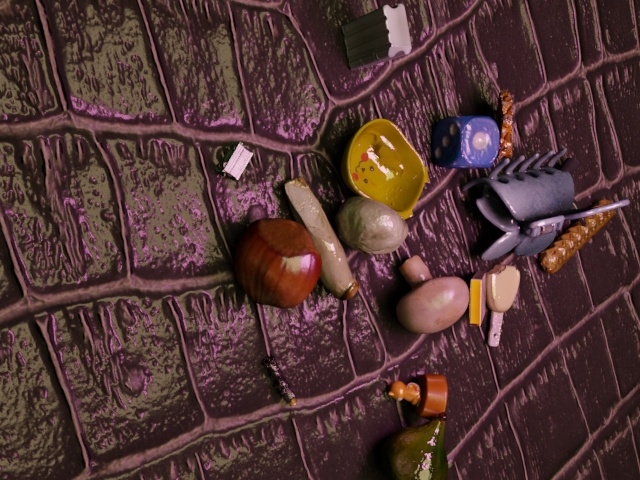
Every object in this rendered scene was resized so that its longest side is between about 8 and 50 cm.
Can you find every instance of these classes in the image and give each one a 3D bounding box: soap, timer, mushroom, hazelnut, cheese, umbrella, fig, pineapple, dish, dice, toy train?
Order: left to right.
[{"bbox_3d":[-0.202,-0.186,1.498,0.056,0.038,0.093,36,75,-33],"label":"toy train"},{"bbox_3d":[-0.098,0.050,1.501,0.210,0.210,0.186,51,46,-22],"label":"hazelnut"},{"bbox_3d":[-0.100,0.354,1.586,0.040,0.037,0.144,-38,108,-37],"label":"umbrella"},{"bbox_3d":[0.002,0.001,1.583,0.087,0.107,0.333,-28,107,-15],"label":"mushroom"},{"bbox_3d":[0.136,-0.502,1.578,0.066,0.198,0.119,-18,102,-26],"label":"soap"},{"bbox_3d":[0.148,-0.179,1.650,0.262,0.108,0.221,38,68,-27],"label":"dish"},{"bbox_3d":[0.259,0.426,1.764,0.152,0.132,0.132,11,87,-6],"label":"timer"},{"bbox_3d":[0.287,0.160,1.731,0.206,0.209,0.206,-34,141,-33],"label":"mushroom"},{"bbox_3d":[0.285,0.573,1.713,0.203,0.203,0.235,40,91,-25],"label":"fig"},{"bbox_3d":[0.405,-0.271,1.775,0.143,0.146,0.146,-2,95,-28],"label":"dice"},{"bbox_3d":[0.541,0.195,1.932,0.127,0.050,0.255,10,88,-30],"label":"cheese"},{"bbox_3d":[0.528,-0.332,1.824,0.047,0.221,0.221,1,93,10],"label":"pineapple"}]

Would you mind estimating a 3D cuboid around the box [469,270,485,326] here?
[{"bbox_3d":[0.448,0.158,1.798,0.247,0.033,0.129,-12,102,-72],"label":"box"}]

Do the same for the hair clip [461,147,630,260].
[{"bbox_3d":[0.604,-0.109,1.832,0.318,0.392,0.238,-12,74,-26],"label":"hair clip"}]

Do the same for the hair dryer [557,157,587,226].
[{"bbox_3d":[0.807,-0.140,2.025,0.195,0.050,0.173,41,79,-15],"label":"hair dryer"}]

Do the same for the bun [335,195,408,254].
[{"bbox_3d":[0.124,-0.027,1.598,0.195,0.195,0.118,32,74,-27],"label":"bun"}]

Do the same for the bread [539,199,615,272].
[{"bbox_3d":[0.844,-0.017,2.078,0.367,0.077,0.084,-38,109,-23],"label":"bread"}]
